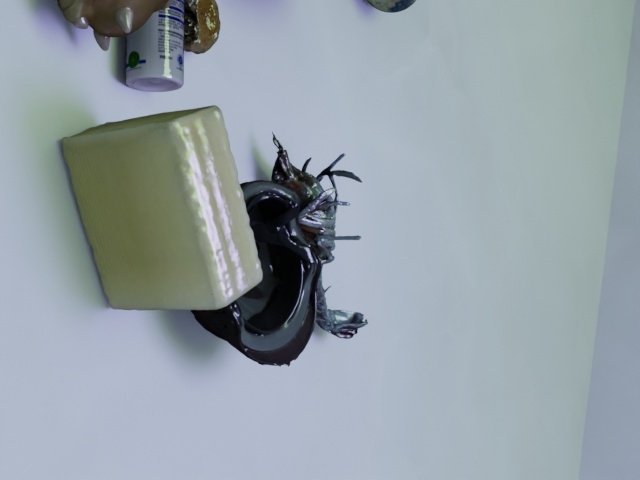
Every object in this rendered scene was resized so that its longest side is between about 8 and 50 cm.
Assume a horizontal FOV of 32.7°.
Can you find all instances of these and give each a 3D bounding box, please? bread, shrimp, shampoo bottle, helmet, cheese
[{"bbox_3d":[-0.206,-0.362,1.794,0.082,0.060,0.113,-5,92,-58],"label":"bread"},{"bbox_3d":[-0.005,-0.002,1.992,0.221,0.166,0.410,-104,-171,-66],"label":"shrimp"},{"bbox_3d":[-0.256,-0.388,1.689,0.092,0.092,0.303,9,78,-57],"label":"shampoo bottle"},{"bbox_3d":[-0.134,0.049,1.745,0.225,0.177,0.305,-32,120,-49],"label":"helmet"},{"bbox_3d":[-0.225,-0.042,1.548,0.124,0.242,0.265,-29,110,-46],"label":"cheese"}]

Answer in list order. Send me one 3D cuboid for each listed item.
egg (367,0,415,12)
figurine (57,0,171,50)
[{"bbox_3d":[0.147,-0.574,2.321,0.141,0.141,0.182,11,68,-57],"label":"egg"},{"bbox_3d":[-0.282,-0.396,1.567,0.173,0.177,0.247,42,42,-24],"label":"figurine"}]
